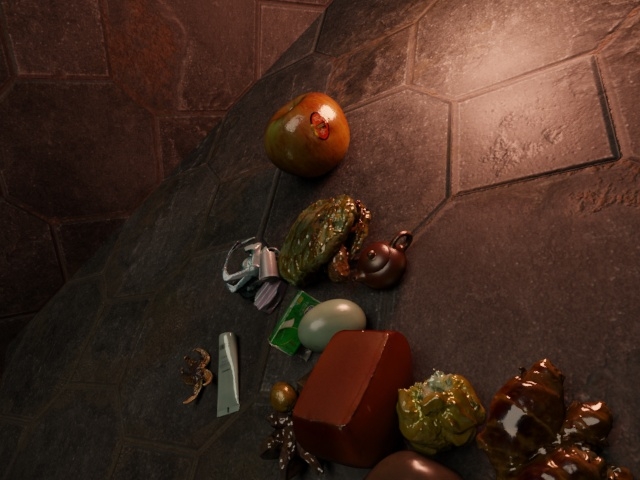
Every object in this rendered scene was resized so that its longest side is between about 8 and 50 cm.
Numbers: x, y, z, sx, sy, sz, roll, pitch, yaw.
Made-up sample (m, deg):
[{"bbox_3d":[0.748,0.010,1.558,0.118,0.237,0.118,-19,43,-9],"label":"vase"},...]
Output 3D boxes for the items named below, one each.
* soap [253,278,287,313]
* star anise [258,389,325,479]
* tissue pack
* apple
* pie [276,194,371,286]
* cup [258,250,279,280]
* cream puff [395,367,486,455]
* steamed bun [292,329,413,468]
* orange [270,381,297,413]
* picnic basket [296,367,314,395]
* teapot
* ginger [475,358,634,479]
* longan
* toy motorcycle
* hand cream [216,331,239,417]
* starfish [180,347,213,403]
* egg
[{"bbox_3d":[-0.203,0.221,1.705,0.149,0.056,0.100,-53,41,-7],"label":"soap"},{"bbox_3d":[-0.059,0.565,1.287,0.315,0.108,0.315,-21,48,26],"label":"star anise"},{"bbox_3d":[-0.066,0.301,1.482,0.209,0.156,0.148,-59,7,-10],"label":"tissue pack"},{"bbox_3d":[-0.056,-0.466,1.917,0.401,0.333,0.400,-28,27,16],"label":"apple"},{"bbox_3d":[-0.010,-0.009,1.624,0.418,0.180,0.395,-6,56,52],"label":"pie"},{"bbox_3d":[-0.217,0.114,1.689,0.104,0.074,0.116,-35,57,43],"label":"cup"},{"bbox_3d":[0.302,0.424,1.021,0.195,0.221,0.194,18,114,47],"label":"cream puff"},{"bbox_3d":[0.112,0.429,1.136,0.235,0.248,0.379,-7,31,36],"label":"steamed bun"},{"bbox_3d":[-0.109,0.473,1.261,0.085,0.085,0.095,-52,35,-4],"label":"orange"},{"bbox_3d":[0.020,0.419,1.297,0.193,0.054,0.110,-26,26,-38],"label":"picnic basket"},{"bbox_3d":[0.213,0.059,1.424,0.252,0.135,0.178,-46,46,4],"label":"teapot"},{"bbox_3d":[0.483,0.442,0.896,0.274,0.152,0.357,-20,50,28],"label":"ginger"},{"bbox_3d":[0.205,0.618,0.907,0.297,0.297,0.297,-22,48,26],"label":"longan"},{"bbox_3d":[-0.306,0.113,1.787,0.260,0.206,0.154,-59,4,-12],"label":"toy motorcycle"},{"bbox_3d":[-0.362,0.507,1.629,0.109,0.067,0.320,-25,51,22],"label":"hand cream"},{"bbox_3d":[-0.504,0.551,1.707,0.238,0.071,0.215,-7,60,48],"label":"starfish"},{"bbox_3d":[0.038,0.278,1.357,0.231,0.168,0.168,-16,39,-18],"label":"egg"}]
